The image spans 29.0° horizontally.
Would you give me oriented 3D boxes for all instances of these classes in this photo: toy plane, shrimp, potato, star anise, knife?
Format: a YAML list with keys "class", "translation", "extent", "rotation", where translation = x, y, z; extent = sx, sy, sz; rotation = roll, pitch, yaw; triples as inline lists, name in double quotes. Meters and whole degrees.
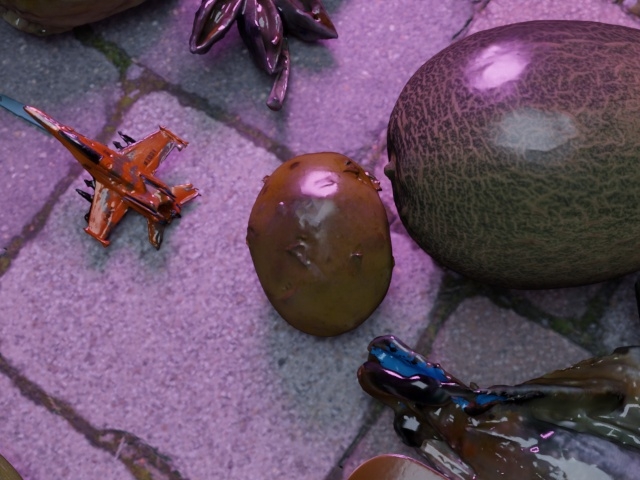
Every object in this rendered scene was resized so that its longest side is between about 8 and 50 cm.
- class: "toy plane"
  translation: [-0.214, -0.074, 1.229]
  extent: [0.188, 0.062, 0.135]
  rotation: [34, 80, 0]
- class: "shrimp"
  translation: [0.247, 0.175, 1.103]
  extent: [0.446, 0.110, 0.221]
  rotation: [18, 64, 7]
- class: "potato"
  translation: [0.000, 0.000, 1.164]
  extent: [0.137, 0.137, 0.176]
  rotation: [-14, 74, -1]
- class: "star anise"
  translation: [-0.068, -0.258, 1.261]
  extent: [0.230, 0.081, 0.262]
  rotation: [-10, 91, -28]
- class: "knife"
  translation: [-0.312, -0.136, 1.291]
  extent: [0.091, 0.005, 0.014]
  rotation: [28, 77, 13]

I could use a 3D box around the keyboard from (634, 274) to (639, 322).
- class: "keyboard"
  translation: [0.390, 0.035, 1.132]
  extent: [0.230, 0.025, 0.093]
  rotation: [-19, 111, -15]

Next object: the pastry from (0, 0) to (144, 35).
- class: "pastry"
  translation: [-0.270, -0.376, 1.300]
  extent: [0.330, 0.136, 0.329]
  rotation: [-1, 71, 2]

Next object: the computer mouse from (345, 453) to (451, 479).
- class: "computer mouse"
  translation: [0.118, 0.278, 1.039]
  extent: [0.245, 0.056, 0.126]
  rotation: [34, 89, 0]

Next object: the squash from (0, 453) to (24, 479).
- class: "squash"
  translation: [-0.270, 0.309, 1.092]
  extent: [0.101, 0.101, 0.378]
  rotation: [-28, 71, -6]

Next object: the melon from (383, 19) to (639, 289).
- class: "melon"
  translation: [0.218, -0.078, 1.111]
  extent: [0.329, 0.248, 0.248]
  rotation: [-3, 71, -8]
